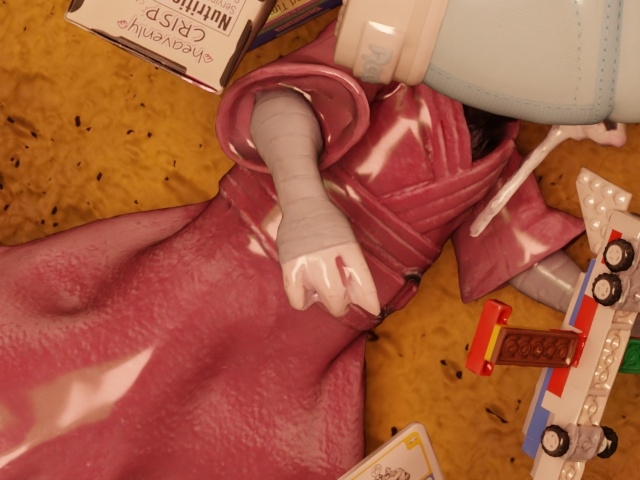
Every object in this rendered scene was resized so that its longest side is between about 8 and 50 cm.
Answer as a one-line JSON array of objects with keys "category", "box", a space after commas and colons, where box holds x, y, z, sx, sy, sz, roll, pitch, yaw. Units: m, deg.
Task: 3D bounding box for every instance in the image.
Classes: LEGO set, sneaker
[{"category": "LEGO set", "box": [0.084, 0.096, 0.744, 0.244, 0.182, 0.060, -37, 39, -19]}, {"category": "sneaker", "box": [0.127, -0.212, 0.724, 0.150, 0.135, 0.366, 20, 86, -2]}]

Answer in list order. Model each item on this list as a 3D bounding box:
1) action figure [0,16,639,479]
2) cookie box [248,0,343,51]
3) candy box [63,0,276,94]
[{"category": "action figure", "box": [0.000, 0.000, 0.852, 0.370, 0.248, 0.276, -47, 46, 5]}, {"category": "cookie box", "box": [-0.034, -0.153, 0.902, 0.092, 0.040, 0.107, -26, 84, 12]}, {"category": "candy box", "box": [-0.011, -0.188, 0.744, 0.071, 0.159, 0.233, 27, 108, -3]}]
